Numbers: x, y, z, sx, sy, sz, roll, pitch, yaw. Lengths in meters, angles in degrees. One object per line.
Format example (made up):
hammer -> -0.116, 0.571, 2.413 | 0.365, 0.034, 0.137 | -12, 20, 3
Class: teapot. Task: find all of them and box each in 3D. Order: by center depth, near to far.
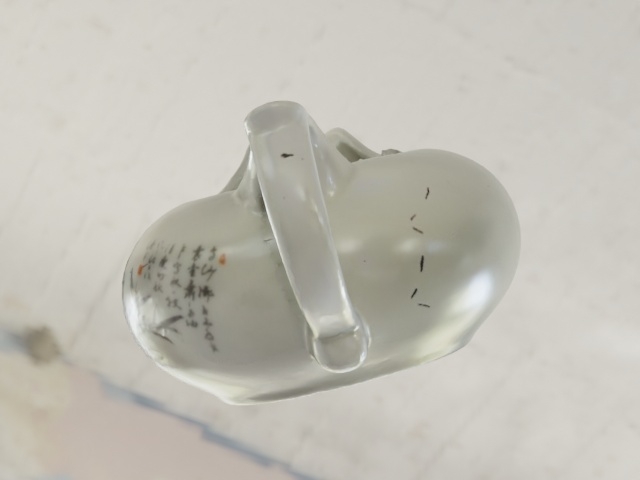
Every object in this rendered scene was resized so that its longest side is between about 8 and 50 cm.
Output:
teapot -> 0.000, 0.000, 0.989 | 0.208, 0.166, 0.299 | -3, -8, -1
